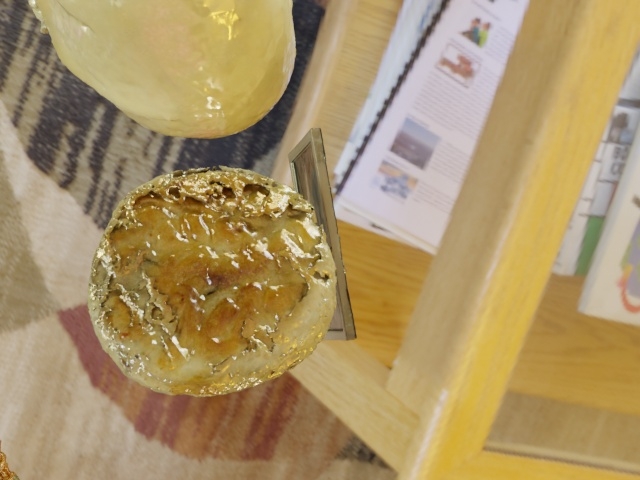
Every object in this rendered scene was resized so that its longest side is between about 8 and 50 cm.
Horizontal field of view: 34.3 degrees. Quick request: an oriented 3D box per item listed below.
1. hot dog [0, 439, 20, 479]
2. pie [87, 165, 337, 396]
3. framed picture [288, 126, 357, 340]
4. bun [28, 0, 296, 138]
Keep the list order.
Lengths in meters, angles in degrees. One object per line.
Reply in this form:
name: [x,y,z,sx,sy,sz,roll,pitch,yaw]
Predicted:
hot dog: [-0.273,0.234,0.879,0.055,0.072,0.188,-25,107,-29]
pie: [-0.115,0.042,1.114,0.274,0.055,0.274,1,71,-2]
framed picture: [0.000,0.000,1.260,0.016,0.184,0.249,-10,88,-11]
bun: [-0.157,-0.246,0.894,0.213,0.361,0.361,-26,117,-1]
